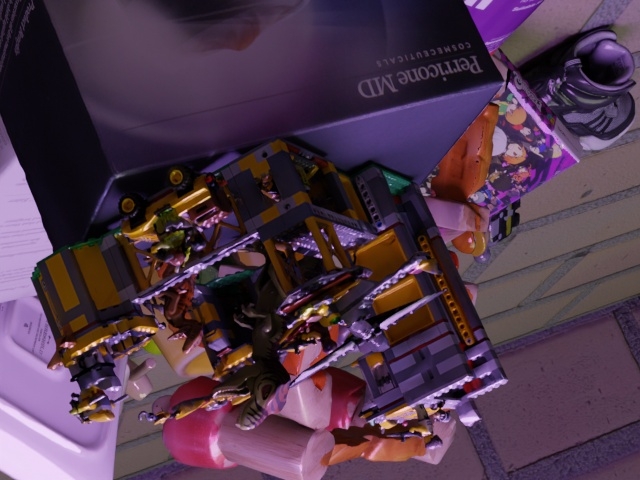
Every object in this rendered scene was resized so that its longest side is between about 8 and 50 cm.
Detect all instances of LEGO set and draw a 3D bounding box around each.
[{"bbox_3d":[-0.018,0.074,1.020,0.255,0.192,0.331,-27,164,9],"label":"LEGO set"}]

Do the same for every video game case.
[{"bbox_3d":[0.143,-0.116,1.739,0.232,0.210,0.042,-32,-161,31],"label":"video game case"}]

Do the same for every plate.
[{"bbox_3d":[-0.283,0.096,1.465,0.045,0.277,0.278,-32,126,29],"label":"plate"}]

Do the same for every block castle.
[{"bbox_3d":[0.000,0.000,1.482,0.212,0.453,0.303,12,-173,36],"label":"block castle"}]

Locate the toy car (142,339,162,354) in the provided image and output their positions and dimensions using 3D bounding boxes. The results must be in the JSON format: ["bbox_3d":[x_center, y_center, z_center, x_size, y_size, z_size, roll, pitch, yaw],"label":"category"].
[{"bbox_3d":[-0.152,0.029,1.907,0.188,0.149,0.155,-27,162,-36],"label":"toy car"}]

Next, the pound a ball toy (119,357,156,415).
[{"bbox_3d":[-0.350,0.202,2.245,0.208,0.136,0.319,-45,173,-22],"label":"pound a ball toy"}]

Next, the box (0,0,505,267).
[{"bbox_3d":[-0.078,-0.162,1.069,0.296,0.294,0.183,-16,163,-27],"label":"box"}]

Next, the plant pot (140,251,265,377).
[{"bbox_3d":[-0.127,0.012,1.677,0.254,0.239,0.254,-22,165,-6],"label":"plant pot"}]

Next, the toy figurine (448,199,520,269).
[{"bbox_3d":[0.121,-0.037,1.916,0.209,0.213,0.148,-37,175,40],"label":"toy figurine"}]

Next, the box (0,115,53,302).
[{"bbox_3d":[-0.242,-0.091,1.301,0.215,0.168,0.345,-10,159,-41],"label":"box"}]

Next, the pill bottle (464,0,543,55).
[{"bbox_3d":[0.137,-0.277,1.208,0.181,0.182,0.323,-13,161,-32],"label":"pill bottle"}]

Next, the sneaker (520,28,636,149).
[{"bbox_3d":[0.356,-0.191,1.948,0.268,0.101,0.153,-3,157,-45],"label":"sneaker"}]
